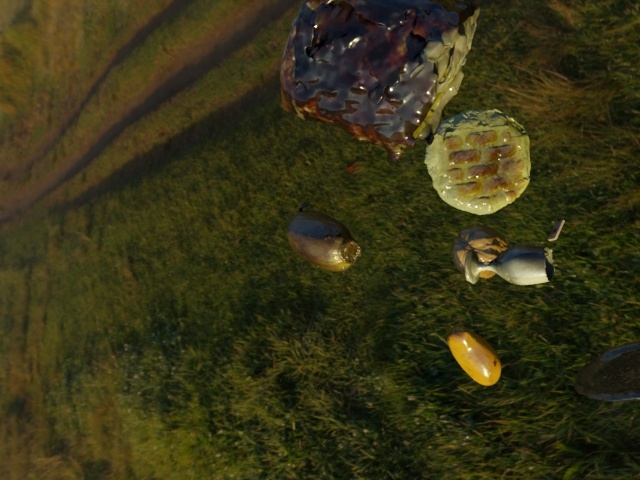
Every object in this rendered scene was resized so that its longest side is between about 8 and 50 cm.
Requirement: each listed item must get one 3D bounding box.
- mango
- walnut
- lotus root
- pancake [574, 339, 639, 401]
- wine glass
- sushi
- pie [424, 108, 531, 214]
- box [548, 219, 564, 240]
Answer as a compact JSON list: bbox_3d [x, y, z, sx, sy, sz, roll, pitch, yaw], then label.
[{"bbox_3d":[0.596,0.435,1.695,0.120,0.295,0.177,-37,14,-22],"label":"mango"},{"bbox_3d":[0.672,0.051,1.827,0.257,0.257,0.224,30,98,46],"label":"walnut"},{"bbox_3d":[0.000,0.000,1.068,0.123,0.124,0.241,-49,35,-7],"label":"lotus root"},{"bbox_3d":[0.469,0.181,0.626,0.199,0.199,0.021,-27,86,37],"label":"pancake"},{"bbox_3d":[0.581,0.077,1.351,0.241,0.126,0.126,-4,75,40],"label":"wine glass"},{"bbox_3d":[0.104,-0.327,0.780,0.294,0.299,0.281,32,59,13],"label":"sushi"},{"bbox_3d":[0.440,-0.215,1.197,0.306,0.306,0.071,-60,9,14],"label":"pie"},{"bbox_3d":[0.926,-0.039,1.711,0.083,0.012,0.046,-61,-1,-9],"label":"box"}]
